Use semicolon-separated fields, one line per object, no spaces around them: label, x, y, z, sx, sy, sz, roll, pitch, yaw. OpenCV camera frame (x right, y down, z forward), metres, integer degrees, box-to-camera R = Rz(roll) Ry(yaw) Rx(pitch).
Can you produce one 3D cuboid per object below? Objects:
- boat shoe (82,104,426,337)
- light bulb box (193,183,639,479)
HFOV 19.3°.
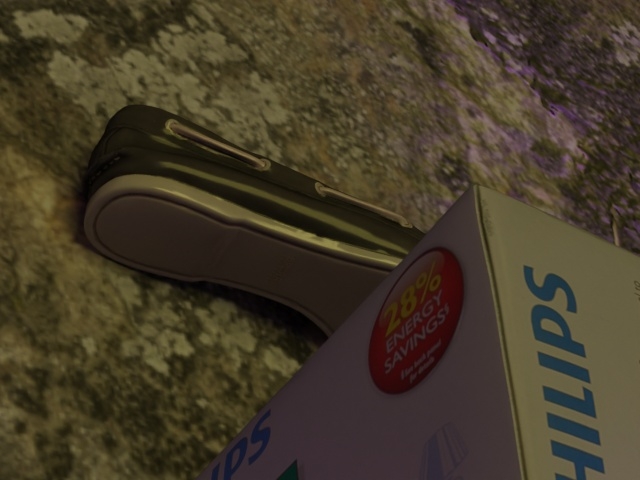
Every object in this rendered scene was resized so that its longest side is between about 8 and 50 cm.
boat shoe;0.000;0.000;1.264;0.335;0.112;0.095;22;46;-21
light bulb box;0.131;0.215;0.974;0.361;0.358;0.225;23;40;-24
